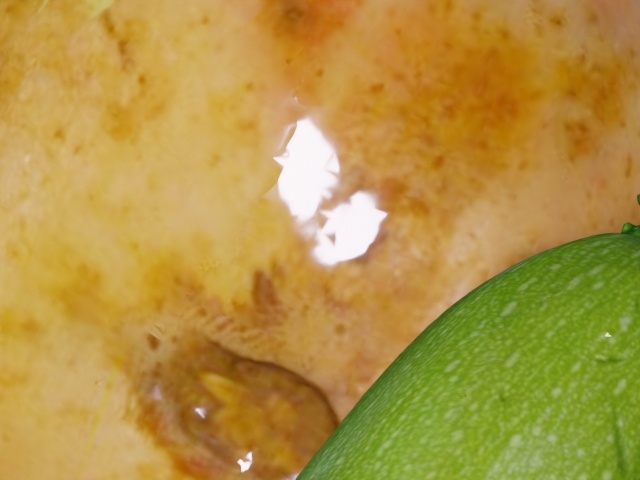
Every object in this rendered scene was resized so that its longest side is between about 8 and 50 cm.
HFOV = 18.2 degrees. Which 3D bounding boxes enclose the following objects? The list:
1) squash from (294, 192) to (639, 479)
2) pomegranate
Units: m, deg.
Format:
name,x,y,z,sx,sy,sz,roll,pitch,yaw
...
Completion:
name,x,y,z,sx,sy,sz,roll,pitch,yaw
squash,0.015,0.107,0.467,0.378,0.101,0.101,-51,10,-35
pomegranate,0.000,0.000,0.726,0.338,0.338,0.338,-36,1,1
